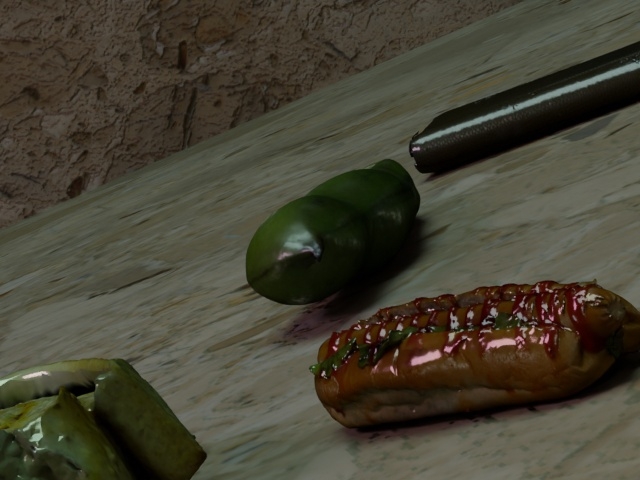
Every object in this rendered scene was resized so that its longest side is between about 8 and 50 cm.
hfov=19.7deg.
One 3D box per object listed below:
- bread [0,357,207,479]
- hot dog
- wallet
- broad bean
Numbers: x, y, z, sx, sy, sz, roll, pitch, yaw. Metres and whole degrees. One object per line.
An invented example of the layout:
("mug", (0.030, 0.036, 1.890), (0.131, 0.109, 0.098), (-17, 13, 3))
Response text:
("bread", (-0.112, 0.090, 0.672), (0.117, 0.064, 0.156), (-31, 11, -23))
("hot dog", (0.052, 0.037, 0.644), (0.144, 0.038, 0.062), (-14, 11, 47))
("wallet", (0.163, -0.097, 1.267), (0.198, 0.031, 0.110), (-20, 8, 20))
("broad bean", (0.010, -0.006, 1.017), (0.098, 0.056, 0.318), (-29, 2, 4))
